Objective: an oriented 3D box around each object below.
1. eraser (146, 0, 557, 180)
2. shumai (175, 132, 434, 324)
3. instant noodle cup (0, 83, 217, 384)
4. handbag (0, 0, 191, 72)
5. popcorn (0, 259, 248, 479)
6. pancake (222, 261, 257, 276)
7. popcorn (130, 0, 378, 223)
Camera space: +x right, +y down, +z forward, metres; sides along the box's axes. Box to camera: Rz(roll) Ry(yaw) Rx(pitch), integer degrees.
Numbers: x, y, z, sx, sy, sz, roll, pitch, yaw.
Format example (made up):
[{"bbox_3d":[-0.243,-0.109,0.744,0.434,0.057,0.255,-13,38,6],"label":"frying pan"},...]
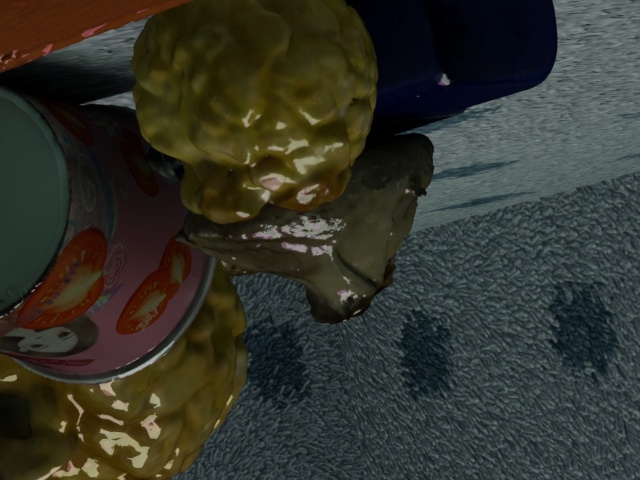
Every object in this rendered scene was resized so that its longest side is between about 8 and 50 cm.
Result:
[{"bbox_3d":[0.016,-0.122,1.302,0.155,0.101,0.332,-8,176,-44],"label":"eraser"},{"bbox_3d":[0.000,0.000,1.286,0.201,0.120,0.201,-18,-174,2],"label":"shumai"},{"bbox_3d":[-0.232,-0.014,1.387,0.243,0.243,0.231,-12,168,17],"label":"instant noodle cup"},{"bbox_3d":[-0.134,-0.145,0.579,0.410,0.116,0.303,-13,172,28],"label":"handbag"},{"bbox_3d":[-0.251,0.088,1.753,0.354,0.344,0.390,4,122,-43],"label":"popcorn"},{"bbox_3d":[-0.140,-0.026,1.970,0.387,0.082,0.387,-3,162,-1],"label":"pancake"},{"bbox_3d":[-0.044,-0.095,1.140,0.180,0.180,0.170,-12,142,19],"label":"popcorn"}]
